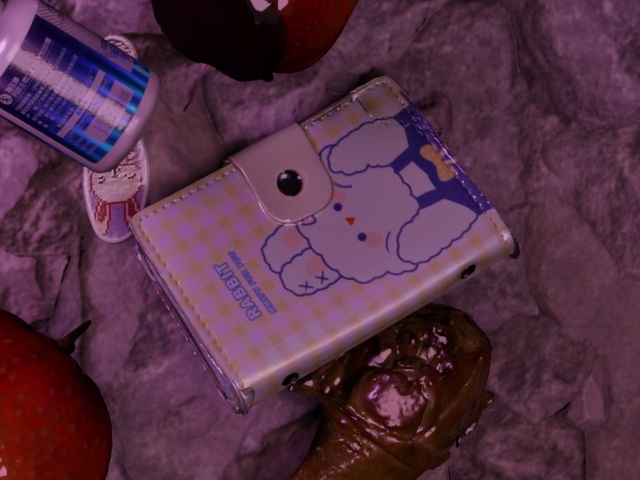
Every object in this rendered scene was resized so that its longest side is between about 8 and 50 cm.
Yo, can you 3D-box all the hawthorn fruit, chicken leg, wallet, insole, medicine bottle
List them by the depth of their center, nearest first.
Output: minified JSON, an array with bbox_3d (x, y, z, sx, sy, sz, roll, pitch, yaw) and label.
[{"bbox_3d":[-0.291,0.172,1.637,0.300,0.254,0.254,-46,117,-39],"label":"hawthorn fruit"},{"bbox_3d":[-0.243,-0.148,1.642,0.191,0.107,0.107,32,88,-22],"label":"medicine bottle"},{"bbox_3d":[-0.045,-0.261,1.670,0.189,0.189,0.251,31,75,-25],"label":"hawthorn fruit"},{"bbox_3d":[-0.190,-0.094,1.734,0.065,0.004,0.197,-4,103,-21],"label":"insole"},{"bbox_3d":[0.000,0.000,1.750,0.309,0.077,0.223,-30,75,-17],"label":"wallet"},{"bbox_3d":[0.022,0.194,1.810,0.361,0.140,0.211,-42,121,-13],"label":"chicken leg"}]
